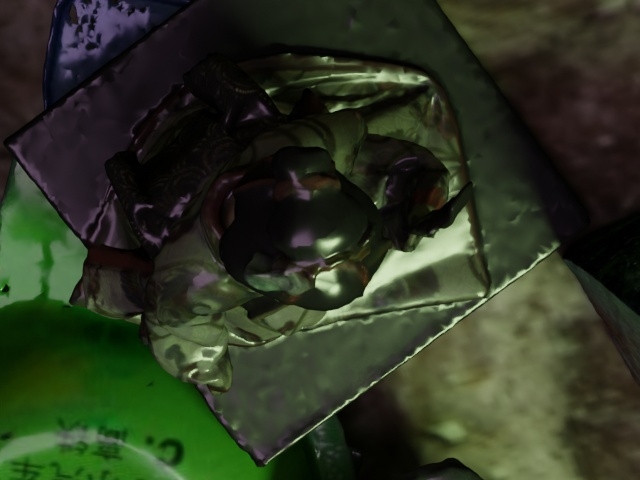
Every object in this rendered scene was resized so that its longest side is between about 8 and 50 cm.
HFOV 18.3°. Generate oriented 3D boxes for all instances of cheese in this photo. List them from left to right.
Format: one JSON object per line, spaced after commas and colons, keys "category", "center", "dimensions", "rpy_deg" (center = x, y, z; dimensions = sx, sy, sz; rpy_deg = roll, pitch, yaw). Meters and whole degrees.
{"category": "cheese", "center": [-0.077, 0.062, 0.757], "dimensions": [0.204, 0.083, 0.320], "rpy_deg": [11, 106, -4]}

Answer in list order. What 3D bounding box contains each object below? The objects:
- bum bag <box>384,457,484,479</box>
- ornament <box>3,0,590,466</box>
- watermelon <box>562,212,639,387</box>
{"category": "bum bag", "center": [0.052, 0.157, 0.778], "dimensions": [0.087, 0.049, 0.198], "rpy_deg": [-32, 121, 0]}
{"category": "ornament", "center": [0.000, 0.000, 0.615], "dimensions": [0.166, 0.196, 0.153], "rpy_deg": [-38, 103, 1]}
{"category": "watermelon", "center": [0.200, 0.042, 0.705], "dimensions": [0.207, 0.136, 0.202], "rpy_deg": [-7, 158, -12]}
